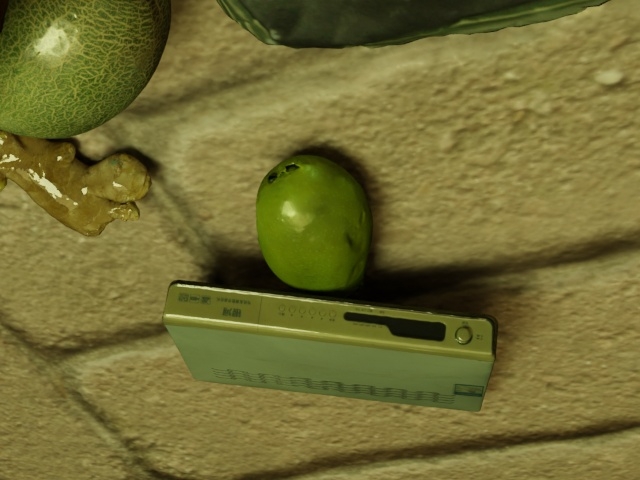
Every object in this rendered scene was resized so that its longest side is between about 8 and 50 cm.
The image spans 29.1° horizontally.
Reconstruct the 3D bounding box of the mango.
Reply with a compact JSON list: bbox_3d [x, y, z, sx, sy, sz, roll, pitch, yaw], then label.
[{"bbox_3d":[0.000,0.000,0.973,0.091,0.074,0.165,-13,141,10],"label":"mango"}]

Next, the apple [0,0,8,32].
[{"bbox_3d":[-0.351,-0.172,0.639,0.400,0.333,0.400,5,100,32],"label":"apple"}]

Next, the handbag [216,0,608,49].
[{"bbox_3d":[0.084,-0.245,0.559,0.341,0.240,0.247,-13,135,23],"label":"handbag"}]

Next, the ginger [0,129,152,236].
[{"bbox_3d":[-0.250,-0.051,0.988,0.193,0.052,0.176,-24,133,35],"label":"ginger"}]

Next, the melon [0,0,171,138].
[{"bbox_3d":[-0.169,-0.142,0.804,0.139,0.139,0.192,34,139,-24],"label":"melon"}]

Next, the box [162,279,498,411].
[{"bbox_3d":[0.012,0.093,1.059,0.270,0.045,0.211,5,159,7],"label":"box"}]
